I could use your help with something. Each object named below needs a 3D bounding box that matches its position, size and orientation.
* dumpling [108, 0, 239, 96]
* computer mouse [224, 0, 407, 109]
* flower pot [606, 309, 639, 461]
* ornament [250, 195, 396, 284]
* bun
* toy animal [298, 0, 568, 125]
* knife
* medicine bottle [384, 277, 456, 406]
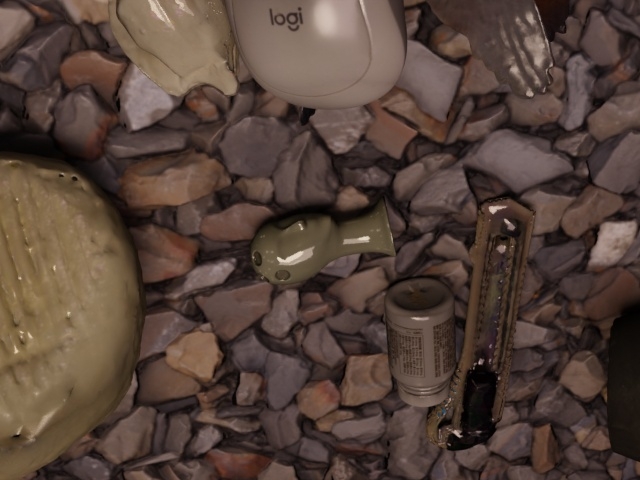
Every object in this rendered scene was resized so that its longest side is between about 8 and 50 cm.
[{"bbox_3d":[-0.143,-0.224,1.390,0.136,0.118,0.199,-15,103,22],"label":"dumpling"},{"bbox_3d":[-0.014,-0.260,1.319,0.184,0.121,0.296,7,112,26],"label":"computer mouse"},{"bbox_3d":[0.418,0.170,1.669,0.166,0.269,0.269,-3,126,19],"label":"flower pot"},{"bbox_3d":[0.000,0.000,1.574,0.156,0.074,0.081,-12,142,2],"label":"ornament"},{"bbox_3d":[-0.354,0.084,1.464,0.360,0.359,0.211,4,166,-11],"label":"bun"},{"bbox_3d":[0.088,-0.275,1.406,0.284,0.225,0.302,-5,113,20],"label":"toy animal"},{"bbox_3d":[0.189,0.110,1.692,0.089,0.043,0.365,1,122,-10],"label":"knife"},{"bbox_3d":[0.116,0.118,1.665,0.079,0.079,0.140,-8,123,-3],"label":"medicine bottle"}]
